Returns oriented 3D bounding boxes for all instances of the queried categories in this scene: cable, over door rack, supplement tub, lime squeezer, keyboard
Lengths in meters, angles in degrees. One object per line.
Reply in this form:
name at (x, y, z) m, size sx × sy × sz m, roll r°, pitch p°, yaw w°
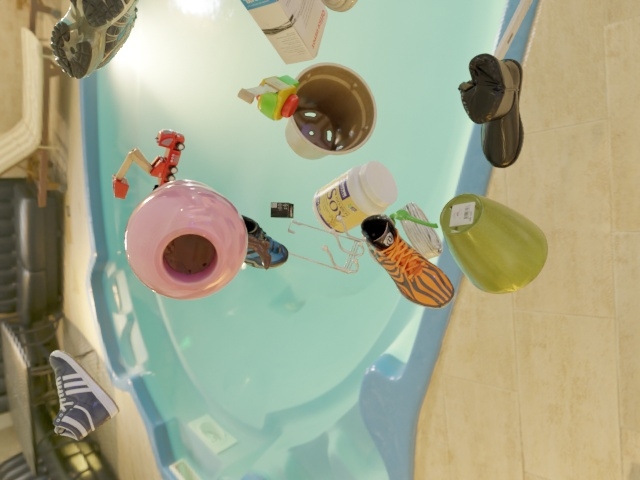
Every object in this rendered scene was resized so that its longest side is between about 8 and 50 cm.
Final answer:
cable at (0.419, -0.040, 1.774) m, size 0.089 × 0.257 × 0.257 m, roll -33°, pitch 78°, yaw 20°
over door rack at (0.000, 0.000, 1.536) m, size 0.324 × 0.239 × 0.108 m, roll 8°, pitch 121°, yaw 13°
supplement tub at (0.152, -0.190, 1.899) m, size 0.331 × 0.241 × 0.241 m, roll -28°, pitch 76°, yaw 42°
lime squeezer at (0.293, -0.056, 1.599) m, size 0.310 × 0.059 × 0.110 m, roll -23°, pitch 108°, yaw 46°
keyboard at (0.510, -0.552, 1.150) m, size 0.014 × 0.072 × 0.256 m, roll 32°, pitch 108°, yaw 24°

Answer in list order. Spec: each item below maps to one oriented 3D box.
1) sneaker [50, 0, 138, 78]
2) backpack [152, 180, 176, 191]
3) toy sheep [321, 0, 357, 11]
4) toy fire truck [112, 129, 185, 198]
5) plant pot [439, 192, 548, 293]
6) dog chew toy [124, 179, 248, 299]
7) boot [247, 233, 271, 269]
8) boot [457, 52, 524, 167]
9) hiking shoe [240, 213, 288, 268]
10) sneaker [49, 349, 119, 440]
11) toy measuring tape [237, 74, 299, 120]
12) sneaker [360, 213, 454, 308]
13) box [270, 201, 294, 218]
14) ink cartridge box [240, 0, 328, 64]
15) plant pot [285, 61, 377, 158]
sneaker at (-0.391, -0.427, 0.776) m, size 0.283 × 0.122 × 0.110 m, roll -33°, pitch 107°, yaw 34°
backpack at (-0.410, -0.058, 1.189) m, size 0.152 × 0.115 × 0.182 m, roll 54°, pitch 134°, yaw 45°
toy sheep at (0.041, -0.509, 0.857) m, size 0.091 × 0.132 × 0.091 m, roll 15°, pitch 122°, yaw 26°
toy fire truck at (-0.422, -0.188, 1.040) m, size 0.047 × 0.135 × 0.192 m, roll 49°, pitch 122°, yaw 48°
plant pot at (0.501, -0.017, 1.302) m, size 0.275 × 0.293 × 0.274 m, roll -28°, pitch 45°, yaw 33°
dog chew toy at (-0.257, -0.025, 0.818) m, size 0.332 × 0.207 × 0.206 m, roll -132°, pitch 49°, yaw -63°
boot at (-0.196, 0.026, 1.202) m, size 0.037 × 0.114 × 0.106 m, roll -42°, pitch 42°, yaw 28°
boot at (0.362, -0.262, 0.902) m, size 0.094 × 0.207 × 0.246 m, roll 12°, pitch 115°, yaw 37°
hiking shoe at (-0.214, 0.001, 1.307) m, size 0.132 × 0.304 × 0.113 m, roll -26°, pitch 48°, yaw 47°
sneaker at (-0.756, 0.463, 1.264) m, size 0.282 × 0.153 × 0.099 m, roll 39°, pitch 137°, yaw 10°
toy measuring tape at (-0.141, -0.367, 1.131) m, size 0.121 × 0.330 × 0.121 m, roll 8°, pitch 118°, yaw 16°
sneaker at (0.209, 0.048, 1.133) m, size 0.124 × 0.180 × 0.321 m, roll -46°, pitch 53°, yaw -4°
box at (-0.126, -0.099, 1.405) m, size 0.062 × 0.083 × 0.052 m, roll 2°, pitch 91°, yaw 9°
ink cartridge box at (-0.075, -0.509, 0.911) m, size 0.086 × 0.203 × 0.148 m, roll 2°, pitch 67°, yaw 29°
plant pot at (0.003, -0.453, 1.634) m, size 0.305 × 0.334 × 0.333 m, roll 165°, pitch 95°, yaw -72°
